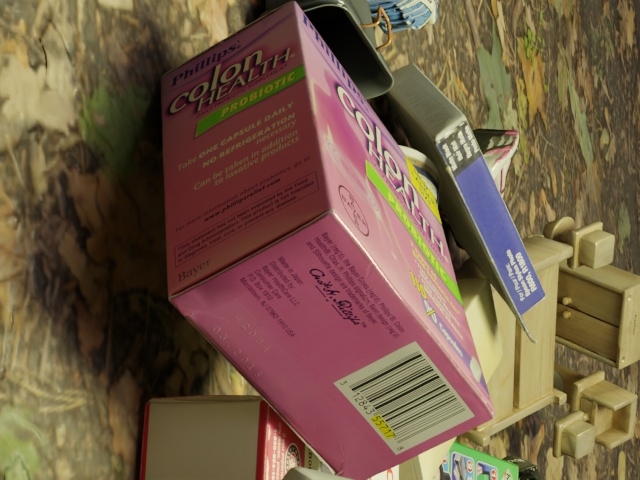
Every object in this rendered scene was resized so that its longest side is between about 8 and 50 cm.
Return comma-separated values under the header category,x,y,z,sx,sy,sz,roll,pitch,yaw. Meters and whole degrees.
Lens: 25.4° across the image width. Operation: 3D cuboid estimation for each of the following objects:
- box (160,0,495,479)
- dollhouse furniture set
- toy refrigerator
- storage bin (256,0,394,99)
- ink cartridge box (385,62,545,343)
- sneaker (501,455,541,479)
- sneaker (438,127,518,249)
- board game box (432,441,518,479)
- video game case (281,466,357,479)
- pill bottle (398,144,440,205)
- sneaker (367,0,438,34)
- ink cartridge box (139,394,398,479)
category,x,y,z,sx,sy,sz,roll,pitch,yaw
box,0.000,0.000,0.961,0.213,0.117,0.243,51,17,-36
dollhouse furniture set,0.192,0.130,1.620,0.355,0.174,0.303,-19,119,-36
toy refrigerator,0.080,0.126,1.278,0.269,0.102,0.094,-44,125,-62
storage bin,0.007,-0.189,1.195,0.135,0.098,0.091,48,33,-55
ink cartridge box,0.147,-0.041,1.370,0.223,0.045,0.224,61,1,-31
sneaker,0.215,0.281,1.542,0.234,0.078,0.106,95,-16,-69
sneaker,0.176,-0.057,1.598,0.178,0.072,0.077,-56,144,-41
board game box,0.119,0.350,1.336,0.213,0.046,0.317,29,57,-50
video game case,-0.019,0.284,0.881,0.300,0.036,0.329,-55,150,3
pill bottle,0.051,0.008,1.243,0.094,0.094,0.169,55,38,-50
sneaker,0.075,-0.240,1.366,0.211,0.080,0.081,-30,110,-63
ink cartridge box,-0.030,0.214,1.006,0.237,0.100,0.172,34,56,-61
